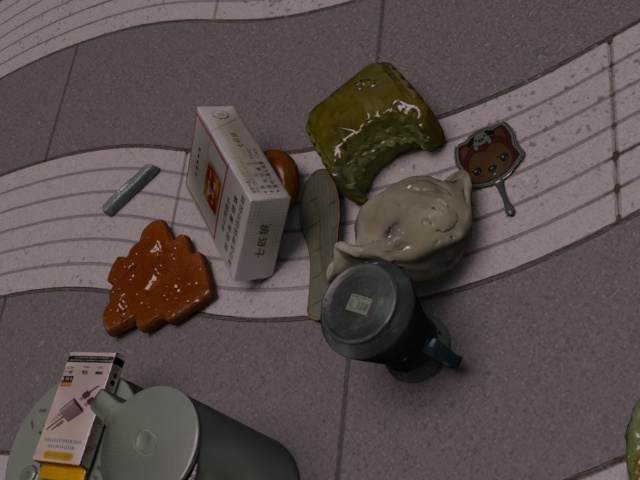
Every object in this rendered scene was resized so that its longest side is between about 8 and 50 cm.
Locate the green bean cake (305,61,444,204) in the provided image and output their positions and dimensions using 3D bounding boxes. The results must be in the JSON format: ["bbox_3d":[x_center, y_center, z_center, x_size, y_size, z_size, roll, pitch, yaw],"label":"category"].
[{"bbox_3d":[0.101,-0.220,1.956,0.236,0.124,0.233,-37,48,9],"label":"green bean cake"}]

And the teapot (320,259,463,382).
[{"bbox_3d":[0.127,0.149,1.639,0.203,0.225,0.171,22,79,40],"label":"teapot"}]

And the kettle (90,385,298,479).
[{"bbox_3d":[-0.210,0.364,1.665,0.205,0.318,0.265,-33,52,13],"label":"kettle"}]

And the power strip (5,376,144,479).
[{"bbox_3d":[-0.424,0.422,1.890,0.357,0.161,0.357,-17,54,25],"label":"power strip"}]

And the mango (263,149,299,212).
[{"bbox_3d":[-0.086,-0.116,2.049,0.105,0.084,0.159,-24,70,29],"label":"mango"}]

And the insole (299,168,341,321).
[{"bbox_3d":[0.000,0.000,1.944,0.119,0.009,0.348,-31,48,39],"label":"insole"}]

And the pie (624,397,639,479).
[{"bbox_3d":[0.575,0.277,1.349,0.371,0.078,0.296,-41,48,5],"label":"pie"}]

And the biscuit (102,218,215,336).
[{"bbox_3d":[-0.341,0.094,2.120,0.306,0.043,0.284,12,68,37],"label":"biscuit"}]

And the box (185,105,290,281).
[{"bbox_3d":[-0.178,-0.102,2.023,0.330,0.095,0.210,-120,35,-43],"label":"box"}]

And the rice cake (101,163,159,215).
[{"bbox_3d":[-0.453,-0.123,2.341,0.171,0.033,0.029,-41,48,6],"label":"rice cake"}]

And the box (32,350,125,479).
[{"bbox_3d":[-0.455,0.325,1.841,0.129,0.033,0.247,-4,60,31],"label":"box"}]

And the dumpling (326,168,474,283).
[{"bbox_3d":[0.151,0.001,1.774,0.318,0.187,0.243,-32,-8,-36],"label":"dumpling"}]

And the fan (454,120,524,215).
[{"bbox_3d":[0.322,-0.128,1.823,0.132,0.009,0.220,-30,48,19],"label":"fan"}]
